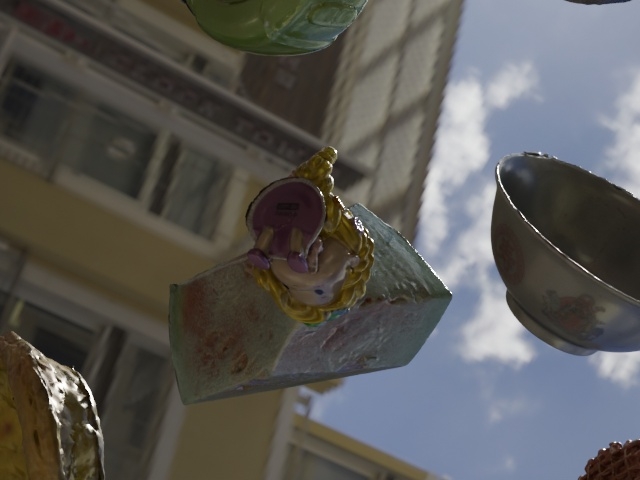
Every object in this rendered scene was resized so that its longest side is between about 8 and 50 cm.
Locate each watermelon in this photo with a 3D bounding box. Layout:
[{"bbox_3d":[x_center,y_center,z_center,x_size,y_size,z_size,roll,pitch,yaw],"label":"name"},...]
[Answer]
[{"bbox_3d":[-0.027,0.087,1.973,0.258,0.387,0.228,16,58,-85],"label":"watermelon"}]

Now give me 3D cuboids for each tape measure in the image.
[{"bbox_3d":[-0.029,-0.217,1.065,0.200,0.106,0.175,12,-80,41],"label":"tape measure"}]

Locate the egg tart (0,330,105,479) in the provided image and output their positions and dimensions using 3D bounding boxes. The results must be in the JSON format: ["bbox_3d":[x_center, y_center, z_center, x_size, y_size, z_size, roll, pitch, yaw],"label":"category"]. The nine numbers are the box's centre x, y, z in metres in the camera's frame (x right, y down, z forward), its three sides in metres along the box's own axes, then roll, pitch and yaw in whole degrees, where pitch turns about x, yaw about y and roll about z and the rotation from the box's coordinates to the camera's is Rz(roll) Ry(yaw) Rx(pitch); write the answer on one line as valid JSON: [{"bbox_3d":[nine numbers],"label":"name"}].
[{"bbox_3d":[-0.219,0.159,1.189,0.191,0.074,0.191,24,-62,60],"label":"egg tart"}]

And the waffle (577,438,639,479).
[{"bbox_3d":[0.208,0.180,1.079,0.075,0.029,0.083,-16,-137,60],"label":"waffle"}]

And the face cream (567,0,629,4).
[{"bbox_3d":[0.275,-0.363,1.366,0.137,0.234,0.420,2,-137,25],"label":"face cream"}]

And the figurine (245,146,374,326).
[{"bbox_3d":[0.000,0.000,1.192,0.095,0.156,0.115,14,-113,28],"label":"figurine"}]

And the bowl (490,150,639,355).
[{"bbox_3d":[0.339,0.047,1.967,0.157,0.346,0.345,-61,-158,26],"label":"bowl"}]
